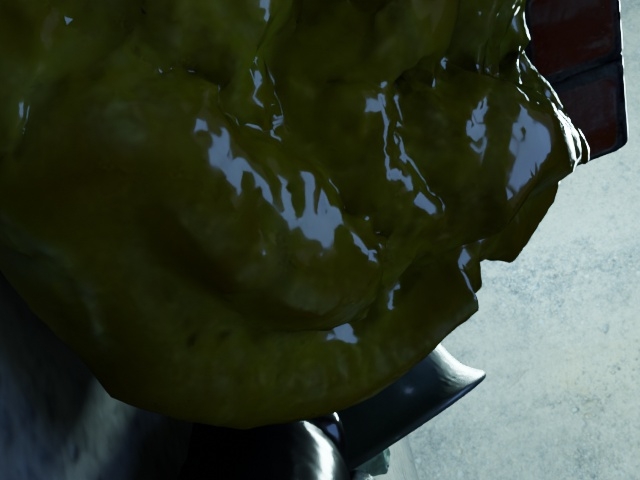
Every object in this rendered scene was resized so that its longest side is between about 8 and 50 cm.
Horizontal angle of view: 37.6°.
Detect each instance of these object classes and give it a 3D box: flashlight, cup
[{"bbox_3d":[-0.033,0.094,0.607,0.424,0.103,0.103,-95,169,-73],"label":"flashlight"},{"bbox_3d":[0.027,0.115,0.855,0.150,0.199,0.199,57,3,9],"label":"cup"}]

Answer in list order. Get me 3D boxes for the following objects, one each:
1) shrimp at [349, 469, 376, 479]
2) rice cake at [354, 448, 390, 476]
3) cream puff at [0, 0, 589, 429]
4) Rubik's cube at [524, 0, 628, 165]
[{"bbox_3d":[0.032,0.313,0.782,0.360,0.085,0.246,71,13,-69],"label":"shrimp"},{"bbox_3d":[0.010,0.123,1.089,0.063,0.066,0.336,-84,157,-74],"label":"rice cake"},{"bbox_3d":[-0.014,-0.089,0.437,0.291,0.257,0.324,-61,132,-85],"label":"cream puff"},{"bbox_3d":[0.087,-0.249,1.014,0.363,0.359,0.362,-114,-172,-55],"label":"Rubik's cube"}]
